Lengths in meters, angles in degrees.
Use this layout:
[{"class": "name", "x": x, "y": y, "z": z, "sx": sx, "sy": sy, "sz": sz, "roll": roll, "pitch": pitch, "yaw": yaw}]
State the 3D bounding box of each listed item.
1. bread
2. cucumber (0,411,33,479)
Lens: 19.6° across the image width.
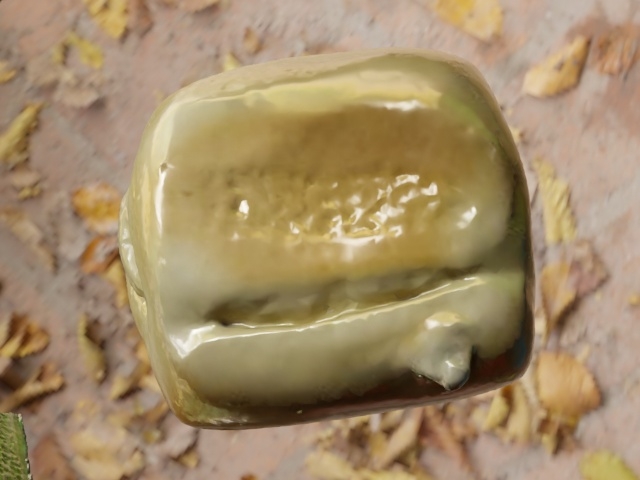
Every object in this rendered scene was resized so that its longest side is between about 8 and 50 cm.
[{"class": "bread", "x": 0.000, "y": 0.000, "z": 1.747, "sx": 0.376, "sy": 0.253, "sz": 0.348, "roll": -10, "pitch": 81, "yaw": -3}, {"class": "cucumber", "x": -0.295, "y": 0.222, "z": 1.667, "sx": 0.046, "sy": 0.220, "sz": 0.070, "roll": -40, "pitch": 126, "yaw": 13}]
